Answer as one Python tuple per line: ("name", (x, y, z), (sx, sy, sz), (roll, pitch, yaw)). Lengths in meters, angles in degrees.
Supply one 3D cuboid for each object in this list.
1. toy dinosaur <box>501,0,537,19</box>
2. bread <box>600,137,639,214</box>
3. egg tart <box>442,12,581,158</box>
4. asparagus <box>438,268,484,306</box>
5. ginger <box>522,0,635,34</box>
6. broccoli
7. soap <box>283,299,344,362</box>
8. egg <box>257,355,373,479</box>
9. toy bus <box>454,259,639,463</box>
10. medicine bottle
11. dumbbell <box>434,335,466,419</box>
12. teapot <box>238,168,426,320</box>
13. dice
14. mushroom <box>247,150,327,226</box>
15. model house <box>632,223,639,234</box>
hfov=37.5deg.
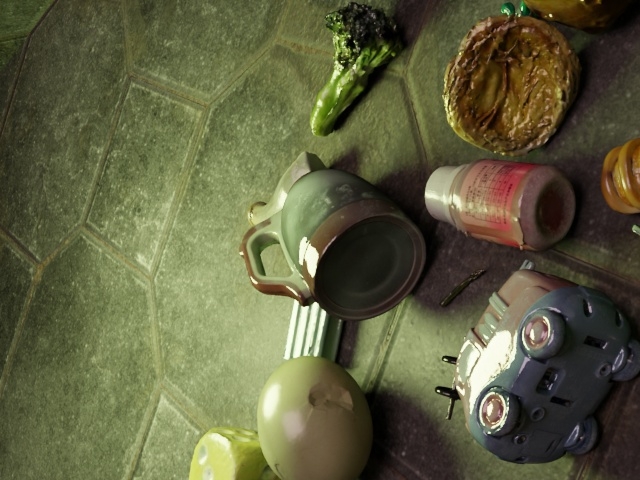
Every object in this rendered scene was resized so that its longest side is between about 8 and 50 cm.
("toy dinosaur", (0.357, -0.373, 1.644), (0.132, 0.059, 0.096), (80, 177, -52))
("bread", (0.496, -0.101, 1.410), (0.177, 0.084, 0.119), (-16, 67, 51))
("egg tart", (0.323, -0.266, 1.606), (0.098, 0.231, 0.252), (-81, -16, -65))
("asparagus", (0.254, 0.083, 1.697), (0.114, 0.014, 0.015), (-47, 48, 31))
("ginger", (0.429, -0.472, 1.500), (0.269, 0.200, 0.223), (-51, 44, 28))
("broccoli", (0.049, -0.351, 1.989), (0.145, 0.164, 0.304), (50, 129, 36))
("soap", (-0.006, 0.160, 1.947), (0.114, 0.063, 0.199), (8, 86, 49))
("egg", (-0.011, 0.346, 1.779), (0.219, 0.219, 0.269), (-48, 49, 30))
("toy bus", (0.326, 0.182, 1.459), (0.294, 0.197, 0.232), (-65, 31, 15))
("medicine bottle", (0.296, -0.066, 1.590), (0.247, 0.147, 0.147), (15, 91, 51))
("dumbbell", (0.237, 0.238, 1.631), (0.069, 0.069, 0.147), (11, 89, 51))
("teapot", (0.000, 0.000, 1.827), (0.315, 0.233, 0.312), (-30, 37, -6))
("dice", (-0.160, 0.488, 1.954), (0.166, 0.169, 0.169), (8, 86, 50))
("mushroom", (-0.076, -0.083, 2.075), (0.270, 0.103, 0.118), (-39, 52, 44))
("model house", (0.570, -0.068, 1.116), (0.300, 0.340, 0.324), (41, 107, 46))
